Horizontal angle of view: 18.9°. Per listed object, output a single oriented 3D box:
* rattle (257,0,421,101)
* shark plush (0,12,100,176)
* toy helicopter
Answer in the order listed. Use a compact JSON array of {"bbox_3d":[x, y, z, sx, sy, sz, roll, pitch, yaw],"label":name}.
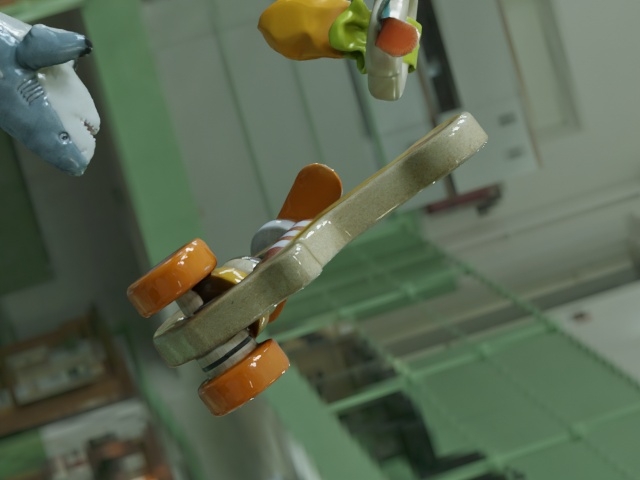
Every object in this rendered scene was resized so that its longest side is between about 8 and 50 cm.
[{"bbox_3d":[0.015,-0.177,1.513,0.199,0.143,0.130,-55,168,-73],"label":"rattle"},{"bbox_3d":[-0.187,-0.091,1.002,0.073,0.161,0.067,1,-109,64],"label":"shark plush"},{"bbox_3d":[0.000,0.000,1.745,0.140,0.355,0.235,54,5,-4],"label":"toy helicopter"}]
